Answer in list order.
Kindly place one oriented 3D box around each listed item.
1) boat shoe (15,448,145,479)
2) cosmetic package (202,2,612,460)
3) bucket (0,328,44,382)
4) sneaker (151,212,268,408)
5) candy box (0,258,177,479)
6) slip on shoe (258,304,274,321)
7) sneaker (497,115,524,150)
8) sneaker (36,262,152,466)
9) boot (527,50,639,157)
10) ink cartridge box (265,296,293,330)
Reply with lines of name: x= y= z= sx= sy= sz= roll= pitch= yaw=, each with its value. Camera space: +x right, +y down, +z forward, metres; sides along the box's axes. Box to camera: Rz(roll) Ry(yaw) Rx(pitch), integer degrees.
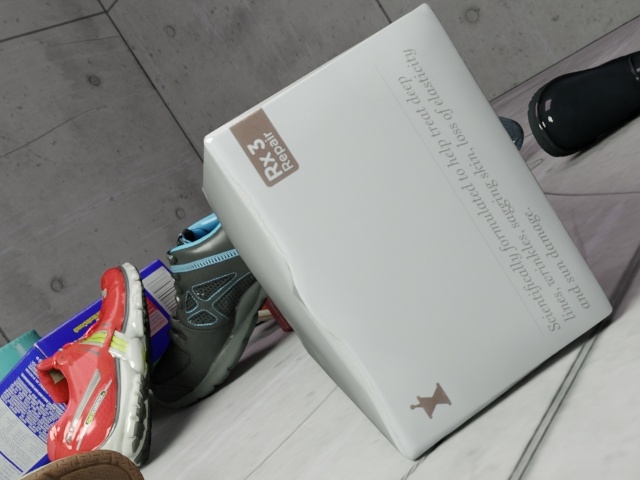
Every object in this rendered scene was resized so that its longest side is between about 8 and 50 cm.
boat shoe: x=-0.229 y=0.237 z=0.495 sx=0.257 sy=0.095 sz=0.095 roll=-38 pitch=2 yaw=-42
cosmetic package: x=0.023 y=-0.006 z=0.591 sx=0.156 sy=0.217 sz=0.385 roll=-33 pitch=7 yaw=-9
bucket: x=-0.530 y=0.288 z=1.260 sx=0.281 sy=0.183 sz=0.281 roll=-32 pitch=5 yaw=3
sneaker: x=-0.125 y=0.052 z=0.886 sx=0.341 sy=0.139 sz=0.125 roll=-55 pitch=17 yaw=20
candy box: x=-0.337 y=0.200 z=1.034 sx=0.317 sy=0.122 sz=0.268 roll=-41 pitch=2 yaw=30
slip on shoe: x=0.000 y=0.000 z=1.083 sx=0.331 sy=0.101 sz=0.123 roll=-32 pitch=41 yaw=-8
sneaker: x=0.196 y=-0.120 z=1.191 sx=0.283 sy=0.110 sz=0.122 roll=-28 pitch=3 yaw=36
sneaker: x=-0.247 y=0.124 z=0.826 sx=0.118 sy=0.107 sz=0.279 roll=-3 pitch=37 yaw=-10
boot: x=0.384 y=-0.201 z=0.887 sx=0.246 sy=0.094 sz=0.207 roll=-29 pitch=-1 yaw=-33
ink cartridge box: x=0.014 y=0.048 z=0.921 sx=0.115 sy=0.067 sz=0.198 roll=-36 pitch=5 yaw=-25
